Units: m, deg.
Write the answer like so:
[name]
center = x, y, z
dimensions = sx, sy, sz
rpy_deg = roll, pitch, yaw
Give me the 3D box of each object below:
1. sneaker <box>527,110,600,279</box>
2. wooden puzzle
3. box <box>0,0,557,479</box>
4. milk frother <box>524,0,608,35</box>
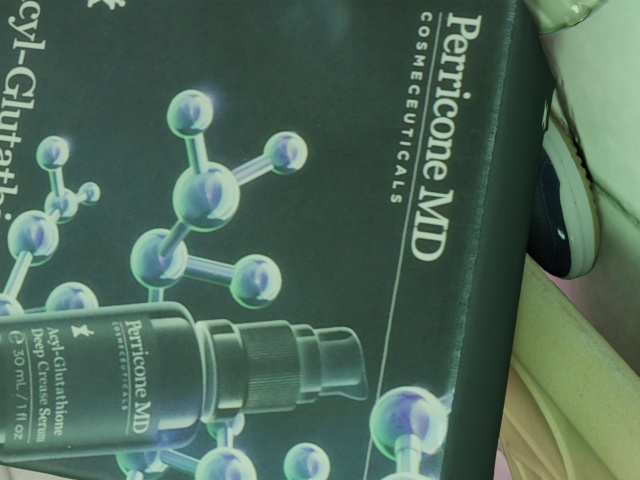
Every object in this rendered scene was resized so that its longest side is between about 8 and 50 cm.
[sneaker]
center = 0.073, -0.077, 1.002
dimensions = 0.282, 0.153, 0.099
rpy_deg = 63, 162, 18
[wooden puzzle]
center = 0.212, 0.187, 0.962
dimensions = 0.322, 0.080, 0.348
rpy_deg = 53, 164, 46
[box]
center = -0.082, -0.001, 0.852
dimensions = 0.212, 0.395, 0.293
rpy_deg = 29, -111, -74
[milk frother]
center = 0.132, -0.212, 0.772
dimensions = 0.135, 0.129, 0.143
rpy_deg = 40, 145, -28
